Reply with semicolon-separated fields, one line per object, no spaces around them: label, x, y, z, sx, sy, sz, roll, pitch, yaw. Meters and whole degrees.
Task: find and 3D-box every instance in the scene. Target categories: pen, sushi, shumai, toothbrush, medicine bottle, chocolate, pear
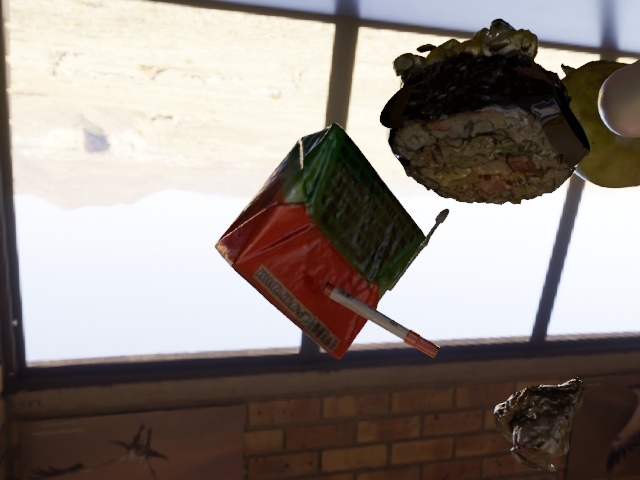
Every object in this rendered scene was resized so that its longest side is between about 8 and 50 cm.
pen;0.110;0.146;1.100;0.239;0.028;0.028;30;-168;8
sushi;0.310;-0.249;1.112;0.328;0.286;0.327;-11;149;44
shumai;0.549;0.460;1.444;0.218;0.184;0.186;-11;-128;-2
toothbrush;0.267;0.029;1.655;0.028;0.294;0.026;2;-143;-49
medicine bottle;0.605;-0.267;0.936;0.130;0.130;0.341;-3;167;-35
chocolate;0.000;0.000;1.221;0.161;0.341;0.360;18;157;52
pear;0.685;-0.286;1.403;0.287;0.375;0.287;-26;156;-12
